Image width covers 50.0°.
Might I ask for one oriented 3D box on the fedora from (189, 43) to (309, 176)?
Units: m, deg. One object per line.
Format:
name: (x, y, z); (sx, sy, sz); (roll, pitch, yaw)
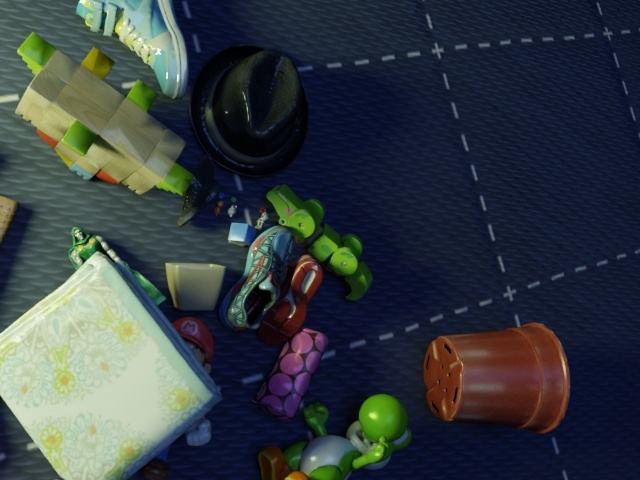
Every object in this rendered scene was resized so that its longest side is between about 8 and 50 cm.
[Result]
fedora: (-0.142, -0.324, 1.601); (0.334, 0.152, 0.334); (6, 76, -24)

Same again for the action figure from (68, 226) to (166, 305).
action figure: (-0.445, 0.069, 1.428); (0.137, 0.063, 0.232); (-38, 92, -24)

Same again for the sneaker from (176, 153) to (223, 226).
sneaker: (-0.286, -0.113, 1.547); (0.089, 0.051, 0.170); (47, 59, -9)

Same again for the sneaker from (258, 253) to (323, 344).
sneaker: (-0.067, 0.130, 1.582); (0.087, 0.128, 0.221); (35, 101, -14)

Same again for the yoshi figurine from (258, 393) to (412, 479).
yoshi figurine: (0.057, 0.440, 1.509); (0.362, 0.203, 0.203); (-14, 76, -34)

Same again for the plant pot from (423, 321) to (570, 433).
plant pot: (0.410, 0.335, 1.673); (0.265, 0.272, 0.272); (3, 78, -16)

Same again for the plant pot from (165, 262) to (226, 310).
plant pot: (-0.271, 0.100, 1.479); (0.109, 0.109, 0.096); (2, 90, -25)

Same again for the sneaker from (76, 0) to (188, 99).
sneaker: (-0.419, -0.451, 1.517); (0.208, 0.127, 0.319); (-10, 74, -29)

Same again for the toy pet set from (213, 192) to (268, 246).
toy pet set: (-0.181, -0.048, 1.571); (0.122, 0.065, 0.114); (18, 72, -20)

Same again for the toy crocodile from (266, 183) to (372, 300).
toy crocodile: (0.000, 0.000, 1.632); (0.340, 0.105, 0.115); (43, 23, -10)

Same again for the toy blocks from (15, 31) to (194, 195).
toy blocks: (-0.456, -0.211, 1.384); (0.381, 0.261, 0.191); (36, 64, -22)

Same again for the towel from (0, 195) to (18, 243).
towel: (-0.802, -0.023, 1.287); (0.370, 0.040, 0.271); (22, 69, -21)

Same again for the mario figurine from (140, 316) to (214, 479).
mario figurine: (-0.312, 0.304, 1.370); (0.198, 0.170, 0.320); (34, 71, -43)

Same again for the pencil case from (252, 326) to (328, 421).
pencil case: (-0.065, 0.294, 1.542); (0.098, 0.095, 0.209); (21, 64, 16)

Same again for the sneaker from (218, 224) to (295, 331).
sneaker: (-0.114, 0.089, 1.519); (0.104, 0.125, 0.262); (33, 78, -33)

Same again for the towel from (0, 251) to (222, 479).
towel: (-0.418, 0.252, 1.297); (0.320, 0.090, 0.374); (-39, 83, -1)
